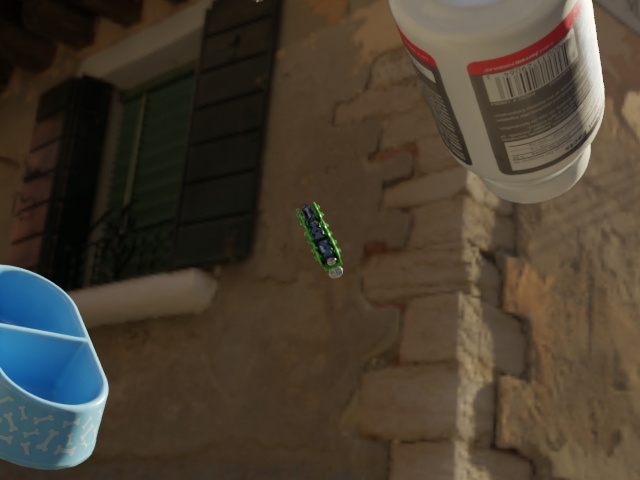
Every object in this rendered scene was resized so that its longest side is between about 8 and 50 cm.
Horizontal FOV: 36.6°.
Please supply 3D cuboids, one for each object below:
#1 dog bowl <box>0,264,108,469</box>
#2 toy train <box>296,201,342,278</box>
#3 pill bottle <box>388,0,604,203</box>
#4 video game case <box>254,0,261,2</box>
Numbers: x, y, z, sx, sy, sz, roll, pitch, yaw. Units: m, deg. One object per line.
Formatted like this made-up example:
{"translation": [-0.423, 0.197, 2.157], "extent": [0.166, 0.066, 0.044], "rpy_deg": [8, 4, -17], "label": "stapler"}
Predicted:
{"translation": [-0.337, 0.132, 1.108], "extent": [0.165, 0.074, 0.297], "rpy_deg": [17, 24, -38], "label": "dog bowl"}
{"translation": [0.000, 0.000, 0.656], "extent": [0.017, 0.083, 0.024], "rpy_deg": [-21, -60, -2], "label": "toy train"}
{"translation": [0.190, -0.169, 0.972], "extent": [0.176, 0.176, 0.318], "rpy_deg": [-1, -28, 21], "label": "pill bottle"}
{"translation": [0.011, -0.349, 0.787], "extent": [0.026, 0.196, 0.274], "rpy_deg": [35, -33, 15], "label": "video game case"}
